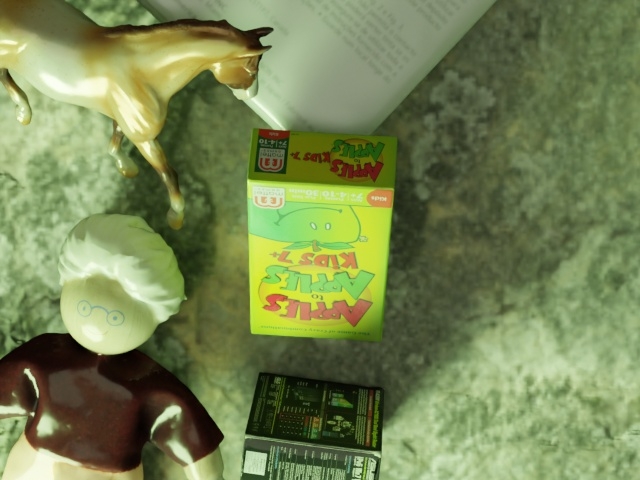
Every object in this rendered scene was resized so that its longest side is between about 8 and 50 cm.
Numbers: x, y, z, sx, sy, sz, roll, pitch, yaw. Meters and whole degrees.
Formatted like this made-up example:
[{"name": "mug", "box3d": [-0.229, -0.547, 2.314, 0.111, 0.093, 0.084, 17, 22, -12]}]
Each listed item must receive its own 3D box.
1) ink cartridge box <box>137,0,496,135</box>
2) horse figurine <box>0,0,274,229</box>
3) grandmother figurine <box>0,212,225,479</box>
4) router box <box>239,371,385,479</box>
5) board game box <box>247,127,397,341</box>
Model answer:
[{"name": "ink cartridge box", "box3d": [0.023, -0.285, 1.196, 0.308, 0.091, 0.385, 43, 92, -6]}, {"name": "horse figurine", "box3d": [-0.166, -0.109, 1.191, 0.263, 0.066, 0.174, 24, 144, 9]}, {"name": "grandmother figurine", "box3d": [-0.162, 0.145, 1.279, 0.207, 0.104, 0.342, 10, 105, -9]}, {"name": "router box", "box3d": [-0.004, 0.132, 1.256, 0.092, 0.122, 0.038, 7, 107, 1]}, {"name": "board game box", "box3d": [0.000, 0.000, 1.211, 0.092, 0.043, 0.181, 3, 146, 1]}]
